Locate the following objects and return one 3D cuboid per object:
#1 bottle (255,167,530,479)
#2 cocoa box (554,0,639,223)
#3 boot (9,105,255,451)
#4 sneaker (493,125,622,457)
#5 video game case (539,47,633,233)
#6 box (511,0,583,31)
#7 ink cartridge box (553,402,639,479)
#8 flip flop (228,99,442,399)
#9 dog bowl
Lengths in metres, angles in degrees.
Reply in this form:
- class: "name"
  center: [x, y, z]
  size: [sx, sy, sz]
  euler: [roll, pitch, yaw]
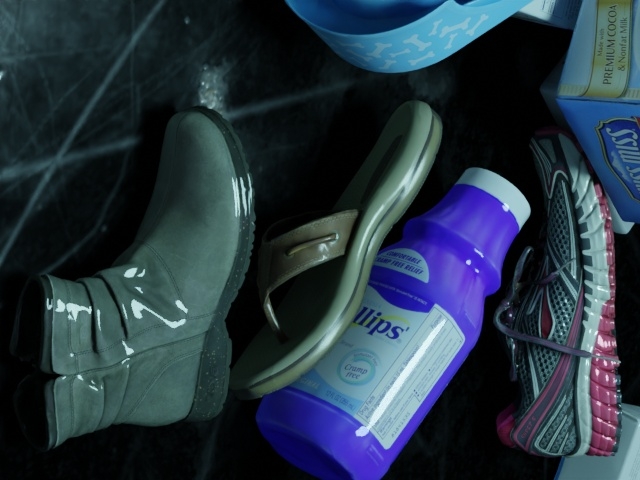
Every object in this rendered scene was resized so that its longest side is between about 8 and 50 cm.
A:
- class: "bottle"
  center: [0.068, 0.066, 1.613]
  size: [0.283, 0.118, 0.092]
  euler: [-53, 133, -19]
- class: "cocoa box"
  center: [0.368, -0.202, 1.684]
  size: [0.231, 0.228, 0.347]
  euler: [51, 52, -55]
- class: "boot"
  center: [-0.137, 0.028, 1.422]
  size: [0.161, 0.083, 0.246]
  euler: [-4, 104, -40]
- class: "sneaker"
  center: [0.206, 0.048, 1.765]
  size: [0.121, 0.112, 0.299]
  euler: [-43, 131, -81]
- class: "video game case"
  center: [0.292, -0.136, 1.850]
  size: [0.183, 0.023, 0.201]
  euler: [-52, 134, -21]
- class: "box"
  center: [0.161, -0.250, 1.640]
  size: [0.137, 0.072, 0.126]
  euler: [12, 93, -47]
- class: "ink cartridge box"
  center: [0.320, 0.238, 1.942]
  size: [0.191, 0.082, 0.139]
  euler: [14, 97, -43]
- class: "flip flop"
  center: [0.000, 0.000, 1.544]
  size: [0.080, 0.112, 0.277]
  euler: [35, 79, -20]
- class: "dog bowl"
  center: [0.110, -0.236, 1.494]
  size: [0.297, 0.166, 0.074]
  euler: [-33, 144, -4]
